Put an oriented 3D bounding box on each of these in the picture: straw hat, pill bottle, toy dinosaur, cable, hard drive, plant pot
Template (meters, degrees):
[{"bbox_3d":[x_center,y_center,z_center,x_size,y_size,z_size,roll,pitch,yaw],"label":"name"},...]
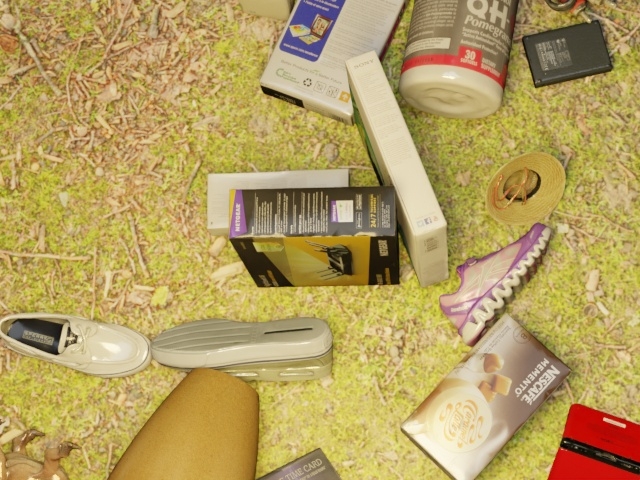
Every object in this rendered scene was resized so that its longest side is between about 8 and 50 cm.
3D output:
[{"bbox_3d":[0.328,-0.097,1.915,0.144,0.144,0.061,-29,33,-3],"label":"straw hat"},{"bbox_3d":[0.241,-0.380,1.939,0.176,0.176,0.318,9,77,7],"label":"pill bottle"},{"bbox_3d":[-0.472,0.398,1.816,0.295,0.127,0.200,15,77,18],"label":"toy dinosaur"},{"bbox_3d":[0.395,-0.488,2.026,0.139,0.072,0.287,-41,65,-9],"label":"cable"},{"bbox_3d":[0.425,-0.321,1.988,0.135,0.022,0.094,-12,74,2],"label":"hard drive"},{"bbox_3d":[-0.194,0.335,1.783,0.237,0.237,0.254,16,64,9],"label":"plant pot"}]

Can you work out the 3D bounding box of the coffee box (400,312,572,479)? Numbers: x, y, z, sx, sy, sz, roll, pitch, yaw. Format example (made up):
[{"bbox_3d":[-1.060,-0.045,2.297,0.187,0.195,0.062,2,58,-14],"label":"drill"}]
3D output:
[{"bbox_3d":[0.258,0.253,1.813,0.141,0.098,0.246,43,83,13],"label":"coffee box"}]

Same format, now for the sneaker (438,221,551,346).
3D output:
[{"bbox_3d":[0.278,0.054,1.871,0.104,0.095,0.236,38,82,21],"label":"sneaker"}]

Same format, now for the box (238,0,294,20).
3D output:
[{"bbox_3d":[-0.070,-0.539,2.042,0.094,0.113,0.275,12,78,7],"label":"box"}]

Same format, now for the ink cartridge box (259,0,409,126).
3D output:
[{"bbox_3d":[0.048,-0.397,2.018,0.175,0.069,0.371,22,81,11],"label":"ink cartridge box"}]

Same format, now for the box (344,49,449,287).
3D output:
[{"bbox_3d":[0.122,-0.109,1.831,0.058,0.232,0.322,-18,66,-1],"label":"box"}]

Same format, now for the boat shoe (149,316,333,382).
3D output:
[{"bbox_3d":[-0.126,0.189,1.864,0.302,0.109,0.094,-3,118,12],"label":"boat shoe"}]

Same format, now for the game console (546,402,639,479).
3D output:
[{"bbox_3d":[0.443,0.345,1.818,0.144,0.085,0.124,19,47,9],"label":"game console"}]

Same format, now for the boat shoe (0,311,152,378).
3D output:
[{"bbox_3d":[-0.406,0.170,1.898,0.258,0.084,0.095,4,76,6],"label":"boat shoe"}]

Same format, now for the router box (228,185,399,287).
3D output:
[{"bbox_3d":[0.000,0.000,1.792,0.243,0.309,0.081,-1,74,5],"label":"router box"}]

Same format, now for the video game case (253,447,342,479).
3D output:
[{"bbox_3d":[0.018,0.456,1.744,0.026,0.196,0.274,-46,72,30],"label":"video game case"}]

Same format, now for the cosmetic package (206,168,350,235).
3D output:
[{"bbox_3d":[-0.069,-0.062,1.943,0.239,0.060,0.099,-1,73,5],"label":"cosmetic package"}]
